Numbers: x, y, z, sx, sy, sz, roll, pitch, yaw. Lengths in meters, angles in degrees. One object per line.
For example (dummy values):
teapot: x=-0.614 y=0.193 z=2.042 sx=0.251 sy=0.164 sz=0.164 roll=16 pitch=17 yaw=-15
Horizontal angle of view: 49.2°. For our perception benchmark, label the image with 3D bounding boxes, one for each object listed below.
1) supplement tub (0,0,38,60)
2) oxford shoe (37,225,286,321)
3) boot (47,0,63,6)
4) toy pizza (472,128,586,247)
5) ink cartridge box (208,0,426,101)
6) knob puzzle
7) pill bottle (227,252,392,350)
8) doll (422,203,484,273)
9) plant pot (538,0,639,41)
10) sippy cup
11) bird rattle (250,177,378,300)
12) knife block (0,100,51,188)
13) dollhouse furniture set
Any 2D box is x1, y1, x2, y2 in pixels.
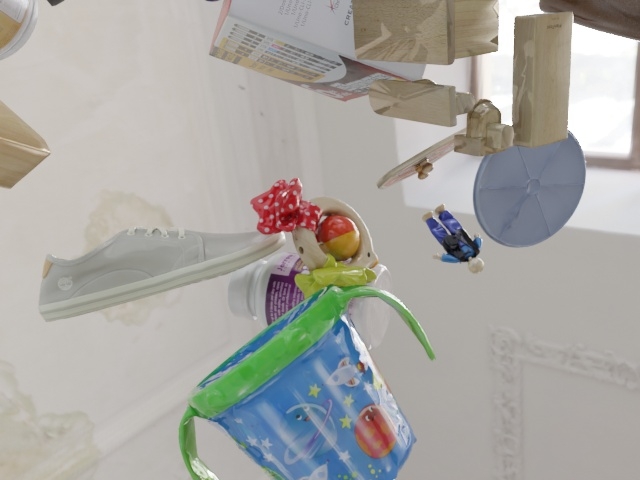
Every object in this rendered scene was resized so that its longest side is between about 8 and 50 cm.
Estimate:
supplement tub: x=-0.348 y=-0.239 z=0.626 sx=0.200 sy=0.144 sz=0.144 roll=-140 pitch=58 yaw=-85
oxford shoe: x=-0.280 y=0.029 z=1.247 sx=0.449 sy=0.169 sz=0.130 roll=-14 pitch=-92 yaw=-13
boot: x=-0.173 y=-0.516 z=0.911 sx=0.146 sy=0.367 sz=0.445 roll=48 pitch=-130 yaw=-2
toy pizza: x=0.317 y=-0.086 z=1.070 sx=0.201 sy=0.032 sz=0.201 roll=-7 pitch=-69 yaw=-18
ink cartridge box: x=-0.039 y=-0.269 z=0.801 sx=0.272 sy=0.309 sz=0.130 roll=16 pitch=-86 yaw=-13
knob puzzle: x=0.166 y=-0.119 z=1.086 sx=0.213 sy=0.213 sz=0.030 roll=-26 pitch=-95 yaw=-48
pill bottle: x=-0.023 y=0.112 z=1.378 sx=0.169 sy=0.302 sz=0.169 roll=6 pitch=-90 yaw=-68
doll: x=0.314 y=0.006 z=1.639 sx=0.129 sy=0.189 sz=0.046 roll=-29 pitch=-27 yaw=-14
plant pot: x=0.498 y=-0.398 z=1.079 sx=0.215 sy=0.230 sz=0.215 roll=-46 pitch=-18 yaw=-20
sippy cup: x=-0.009 y=0.211 z=0.874 sx=0.224 sy=0.305 sz=0.240 roll=53 pitch=-140 yaw=0
bird rattle: x=0.000 y=0.000 z=1.234 sx=0.207 sy=0.143 sz=0.253 roll=-18 pitch=-111 yaw=-46
knife block: x=-0.475 y=-0.133 z=0.829 sx=0.275 sy=0.088 sz=0.242 roll=47 pitch=-165 yaw=-29
dollhouse furniture set: x=0.128 y=-0.156 z=0.637 sx=0.151 sy=0.123 sz=0.144 roll=-17 pitch=-67 yaw=-30
